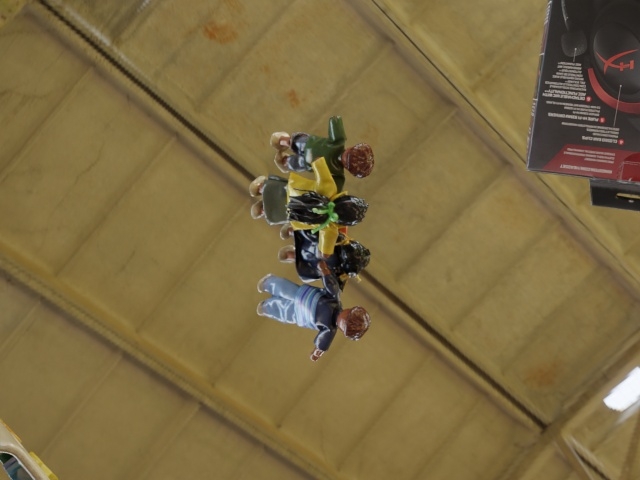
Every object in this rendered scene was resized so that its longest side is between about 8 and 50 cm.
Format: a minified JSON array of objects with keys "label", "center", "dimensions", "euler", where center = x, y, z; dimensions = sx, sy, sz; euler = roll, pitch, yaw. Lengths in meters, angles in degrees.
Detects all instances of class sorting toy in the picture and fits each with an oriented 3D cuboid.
[{"label":"sorting toy","center":[-0.338,0.306,1.066],"dimensions":[0.041,0.307,0.229],"euler":[-44,-74,-21]}]

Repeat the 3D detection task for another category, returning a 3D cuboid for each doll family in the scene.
[{"label":"doll family","center":[0.000,0.000,0.705],"dimensions":[0.076,0.111,0.193],"euler":[-29,-59,-46]}]

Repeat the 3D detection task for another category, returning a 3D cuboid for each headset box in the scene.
[{"label":"headset box","center":[0.323,-0.172,0.849],"dimensions":[0.218,0.110,0.293],"euler":[7,-79,12]}]
